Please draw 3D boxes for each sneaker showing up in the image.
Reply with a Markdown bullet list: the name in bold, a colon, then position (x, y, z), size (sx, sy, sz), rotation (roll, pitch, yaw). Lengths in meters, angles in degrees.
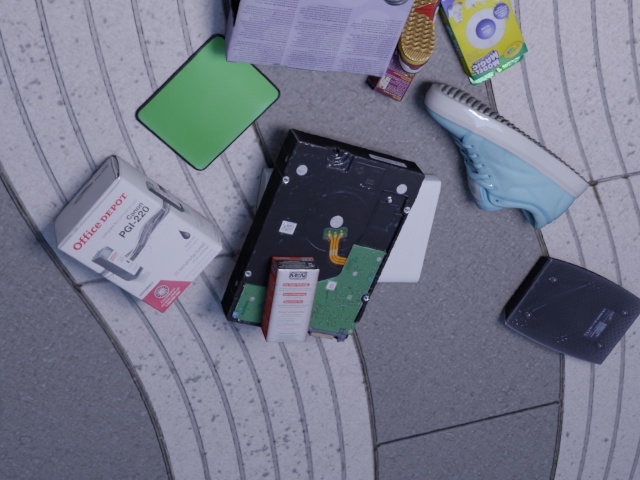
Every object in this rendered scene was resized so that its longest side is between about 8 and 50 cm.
- **sneaker**: position (0.292, -0.123, 1.796), size (0.366, 0.135, 0.150), rotation (30, 104, -28)
- **sneaker**: position (0.148, -0.347, 1.649), size (0.070, 0.084, 0.185), rotation (14, 76, -4)

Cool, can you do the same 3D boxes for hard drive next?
- **hard drive**: position (0.039, -0.022, 1.832), size (0.308, 0.040, 0.203), rotation (1, 118, -17)
- **hard drive**: position (0.480, 0.129, 2.043), size (0.255, 0.054, 0.172), rotation (23, 110, -27)
- **hard drive**: position (0.000, 0.000, 1.770), size (0.237, 0.064, 0.339), rotation (12, 114, -23)

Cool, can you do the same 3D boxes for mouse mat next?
- **mouse mat**: position (-0.174, -0.213, 1.679), size (0.190, 0.007, 0.152), rotation (-43, 122, 8)

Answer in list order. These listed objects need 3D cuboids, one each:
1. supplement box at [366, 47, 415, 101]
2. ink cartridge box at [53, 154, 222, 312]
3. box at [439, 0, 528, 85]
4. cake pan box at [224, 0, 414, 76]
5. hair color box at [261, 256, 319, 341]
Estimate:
- **supplement box**: position (0.119, -0.272, 1.711), size (0.055, 0.043, 0.083), rotation (20, 111, -26)
- **ink cartridge box**: position (-0.290, -0.009, 1.710), size (0.218, 0.092, 0.158), rotation (37, 103, -28)
- **box**: position (0.261, -0.337, 1.719), size (0.105, 0.043, 0.179), rotation (-29, 124, 1)
- **cake pan box**: position (-0.001, -0.351, 1.550), size (0.267, 0.070, 0.245), rotation (3, 142, -12)
- **hair color box**: position (-0.051, 0.097, 1.747), size (0.072, 0.043, 0.141), rotation (2, 120, -18)
